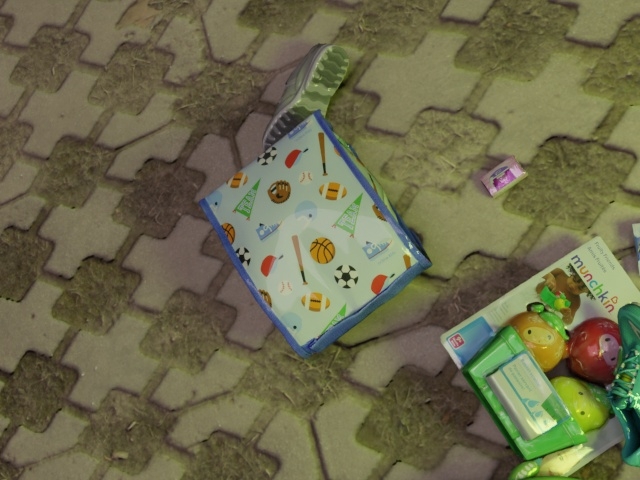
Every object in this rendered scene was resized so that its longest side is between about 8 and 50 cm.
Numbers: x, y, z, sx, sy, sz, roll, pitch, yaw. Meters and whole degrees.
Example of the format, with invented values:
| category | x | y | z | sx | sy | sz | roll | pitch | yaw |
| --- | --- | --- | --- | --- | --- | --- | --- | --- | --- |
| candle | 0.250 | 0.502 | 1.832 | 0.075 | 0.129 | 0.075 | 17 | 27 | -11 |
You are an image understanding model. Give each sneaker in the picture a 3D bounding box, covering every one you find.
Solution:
| category | x | y | z | sx | sy | sz | roll | pitch | yaw |
| --- | --- | --- | --- | --- | --- | --- | --- | --- | --- |
| sneaker | -0.039 | -0.309 | 1.857 | 0.281 | 0.105 | 0.115 | -55 | 32 | 9 |
| sneaker | 0.529 | 0.238 | 1.382 | 0.110 | 0.107 | 0.275 | -5 | 83 | -16 |

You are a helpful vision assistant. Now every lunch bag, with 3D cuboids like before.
| category | x | y | z | sx | sy | sz | roll | pitch | yaw |
| --- | --- | --- | --- | --- | --- | --- | --- | --- | --- |
| lunch bag | 0.000 | 0.000 | 1.688 | 0.328 | 0.239 | 0.385 | -39 | 61 | 9 |

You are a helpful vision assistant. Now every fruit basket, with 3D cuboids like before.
| category | x | y | z | sx | sy | sz | roll | pitch | yaw |
| --- | --- | --- | --- | --- | --- | --- | --- | --- | --- |
| fruit basket | 0.445 | 0.215 | 1.489 | 0.353 | 0.165 | 0.327 | -33 | 80 | 4 |

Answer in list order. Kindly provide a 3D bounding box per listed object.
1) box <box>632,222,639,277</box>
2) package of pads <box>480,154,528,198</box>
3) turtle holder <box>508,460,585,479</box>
| category | x | y | z | sx | sy | sz | roll | pitch | yaw |
| --- | --- | --- | --- | --- | --- | --- | --- | --- | --- |
| box | 0.662 | 0.010 | 1.510 | 0.178 | 0.042 | 0.109 | -9 | 76 | 21 |
| package of pads | 0.365 | -0.126 | 1.668 | 0.083 | 0.032 | 0.050 | -36 | 67 | 13 |
| turtle holder | 0.362 | 0.507 | 1.362 | 0.320 | 0.227 | 0.243 | 30 | 113 | -10 |
